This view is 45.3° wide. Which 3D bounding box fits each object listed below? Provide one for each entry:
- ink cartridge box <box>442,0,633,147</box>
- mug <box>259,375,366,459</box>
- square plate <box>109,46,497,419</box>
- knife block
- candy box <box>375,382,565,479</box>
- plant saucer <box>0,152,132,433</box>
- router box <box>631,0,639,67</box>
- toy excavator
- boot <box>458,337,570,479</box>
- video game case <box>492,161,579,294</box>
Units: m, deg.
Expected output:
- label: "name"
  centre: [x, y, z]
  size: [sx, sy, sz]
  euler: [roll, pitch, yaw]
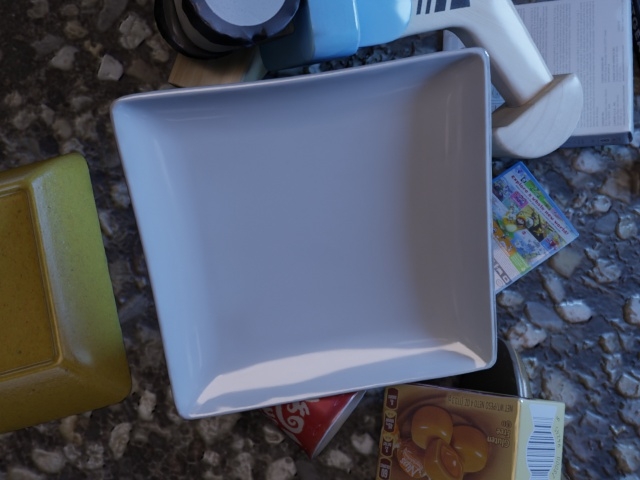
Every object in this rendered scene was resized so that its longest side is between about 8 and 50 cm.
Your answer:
- label: "ink cartridge box"
  centre: [0.277, -0.213, 0.988]
  size: [0.232, 0.066, 0.189]
  euler: [-1, 77, 24]
- label: "mug"
  centre: [-0.033, 0.147, 0.897]
  size: [0.169, 0.113, 0.150]
  euler: [35, 37, 14]
- label: "square plate"
  centre: [0.000, 0.000, 0.764]
  size: [0.347, 0.049, 0.344]
  euler: [-9, 113, -4]
- label: "knife block"
  centre: [-0.077, -0.325, 0.906]
  size: [0.088, 0.242, 0.276]
  euler: [22, 49, 7]
- label: "candy box"
  centre: [0.141, 0.312, 0.789]
  size: [0.087, 0.183, 0.316]
  euler: [15, 78, -38]
- label: "plant saucer"
  centre: [-0.428, 0.071, 0.931]
  size: [0.332, 0.081, 0.333]
  euler: [-15, 77, -2]
- label: "router box"
  centre: [0.470, -0.288, 0.987]
  size: [0.133, 0.046, 0.179]
  euler: [-9, 77, 1]
- label: "toy excavator"
  centre: [0.059, -0.271, 0.803]
  size: [0.445, 0.222, 0.433]
  euler: [-14, 102, -16]
- label: "boot"
  centre: [0.228, 0.263, 0.866]
  size: [0.115, 0.112, 0.305]
  euler: [5, 71, -27]
- label: "video game case"
  centre: [0.217, -0.006, 0.952]
  size: [0.166, 0.015, 0.119]
  euler: [-34, 78, -5]
